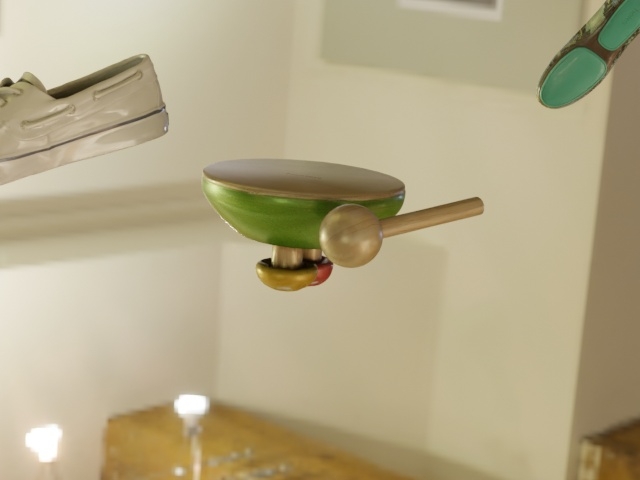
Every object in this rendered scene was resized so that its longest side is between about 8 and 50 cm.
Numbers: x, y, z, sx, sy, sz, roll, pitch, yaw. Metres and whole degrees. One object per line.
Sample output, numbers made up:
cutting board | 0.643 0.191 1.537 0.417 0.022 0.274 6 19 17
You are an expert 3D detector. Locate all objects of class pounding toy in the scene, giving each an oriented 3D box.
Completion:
pounding toy | 0.000 0.000 1.362 0.183 0.110 0.237 -7 -163 -43

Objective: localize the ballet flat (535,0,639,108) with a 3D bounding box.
ballet flat | 0.337 -0.239 1.890 0.070 0.188 0.070 41 -162 -16

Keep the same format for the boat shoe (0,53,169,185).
boat shoe | -0.258 -0.106 1.353 0.258 0.084 0.095 -20 -161 -32
